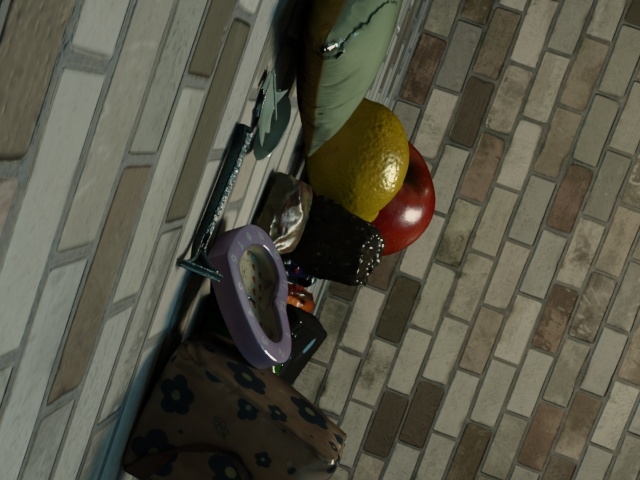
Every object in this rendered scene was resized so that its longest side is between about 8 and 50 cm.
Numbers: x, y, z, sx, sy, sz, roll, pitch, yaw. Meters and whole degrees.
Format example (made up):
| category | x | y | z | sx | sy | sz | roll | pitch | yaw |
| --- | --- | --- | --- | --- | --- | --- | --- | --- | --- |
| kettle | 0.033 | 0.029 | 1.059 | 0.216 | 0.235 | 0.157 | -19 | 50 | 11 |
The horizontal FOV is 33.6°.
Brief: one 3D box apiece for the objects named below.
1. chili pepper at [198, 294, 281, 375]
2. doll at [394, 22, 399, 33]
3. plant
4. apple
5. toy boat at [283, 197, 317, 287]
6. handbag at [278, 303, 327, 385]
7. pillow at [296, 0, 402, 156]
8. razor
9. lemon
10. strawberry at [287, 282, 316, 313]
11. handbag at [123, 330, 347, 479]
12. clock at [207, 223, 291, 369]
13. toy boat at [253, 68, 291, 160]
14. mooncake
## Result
| category | x | y | z | sx | sy | sz | roll | pitch | yaw |
| --- | --- | --- | --- | --- | --- | --- | --- | --- | --- |
| chili pepper | -0.134 | 0.244 | 1.579 | 0.213 | 0.167 | 0.385 | -102 | -162 | -72 |
| doll | 0.080 | -0.392 | 1.730 | 0.114 | 0.057 | 0.227 | -29 | -146 | 28 |
| plant | 0.000 | 0.000 | 1.802 | 0.142 | 0.203 | 0.131 | -60 | 165 | -8 |
| apple | 0.097 | -0.092 | 2.084 | 0.216 | 0.260 | 0.260 | -42 | -165 | 41 |
| toy boat | -0.034 | 0.014 | 1.999 | 0.223 | 0.100 | 0.097 | 99 | 1 | -51 |
| handbag | -0.107 | 0.233 | 1.872 | 0.275 | 0.088 | 0.244 | -52 | 165 | -1 |
| pillow | 0.045 | -0.305 | 1.466 | 0.310 | 0.119 | 0.312 | 109 | 2 | -68 |
| razor | -0.122 | -0.050 | 1.272 | 0.066 | 0.033 | 0.190 | 24 | 81 | -43 |
| lemon | 0.063 | -0.145 | 1.862 | 0.187 | 0.187 | 0.244 | -53 | 141 | -71 |
| strawberry | -0.082 | 0.132 | 2.014 | 0.140 | 0.085 | 0.192 | -55 | 156 | 13 |
| handbag | -0.116 | 0.263 | 1.372 | 0.193 | 0.251 | 0.190 | -53 | 176 | 7 |
| clock | -0.104 | 0.066 | 1.393 | 0.172 | 0.064 | 0.198 | 46 | 30 | -49 |
| toy boat | -0.065 | -0.156 | 1.385 | 0.149 | 0.034 | 0.105 | 73 | 36 | -82 |
| mooncake | -0.059 | -0.040 | 1.689 | 0.125 | 0.073 | 0.130 | 13 | 96 | -83 |
